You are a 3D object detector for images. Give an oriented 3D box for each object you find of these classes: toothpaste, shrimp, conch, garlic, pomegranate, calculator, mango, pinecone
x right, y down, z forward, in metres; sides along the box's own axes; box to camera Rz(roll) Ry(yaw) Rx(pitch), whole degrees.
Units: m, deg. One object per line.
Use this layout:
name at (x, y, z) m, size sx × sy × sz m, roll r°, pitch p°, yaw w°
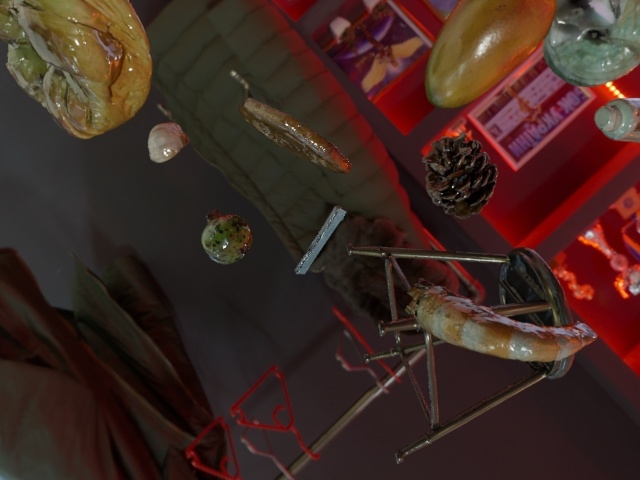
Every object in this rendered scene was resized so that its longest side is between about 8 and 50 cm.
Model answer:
toothpaste at (0.384, -0.142, 0.608) m, size 0.255 × 0.067 × 0.037 m, roll -11°, pitch -176°, yaw -40°
shrimp at (0.275, 0.122, 0.749) m, size 0.185 × 0.286 × 0.068 m, roll -68°, pitch 162°, yaw -77°
conch at (0.512, -0.399, 0.959) m, size 0.277 × 0.220 × 0.196 m, roll 2°, pitch 111°, yaw -84°
garlic at (-0.369, -0.235, 1.209) m, size 0.094 × 0.113 × 0.074 m, roll -9°, pitch 137°, yaw 5°
pomegranate at (-0.228, -0.016, 1.199) m, size 0.122 × 0.161 × 0.122 m, roll -25°, pitch 147°, yaw -18°
calculator at (0.000, 0.000, 1.098) m, size 0.172 × 0.018 × 0.057 m, roll -57°, pitch 160°, yaw 8°
mango at (0.237, -0.289, 0.732) m, size 0.221 × 0.120 × 0.151 m, roll -44°, pitch 159°, yaw -1°
pinecone at (0.348, -0.164, 1.271) m, size 0.179 × 0.184 × 0.204 m, roll -44°, pitch 149°, yaw 0°

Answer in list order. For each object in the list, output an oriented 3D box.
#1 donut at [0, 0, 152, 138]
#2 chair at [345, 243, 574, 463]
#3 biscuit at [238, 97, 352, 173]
donut at (-0.430, -0.344, 0.848) m, size 0.170 × 0.360 × 0.360 m, roll -41°, pitch 174°, yaw -33°
chair at (0.310, 0.199, 1.162) m, size 0.409 × 0.362 × 0.365 m, roll -11°, pitch -155°, yaw -2°
biscuit at (-0.073, -0.280, 1.410) m, size 0.046 × 0.359 × 0.359 m, roll -60°, pitch 173°, yaw 1°
